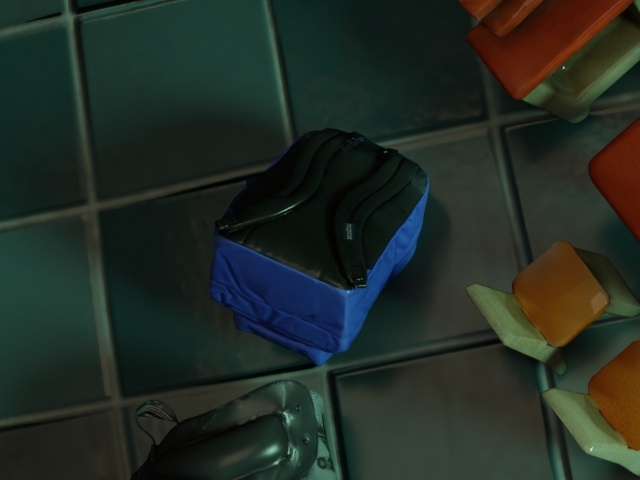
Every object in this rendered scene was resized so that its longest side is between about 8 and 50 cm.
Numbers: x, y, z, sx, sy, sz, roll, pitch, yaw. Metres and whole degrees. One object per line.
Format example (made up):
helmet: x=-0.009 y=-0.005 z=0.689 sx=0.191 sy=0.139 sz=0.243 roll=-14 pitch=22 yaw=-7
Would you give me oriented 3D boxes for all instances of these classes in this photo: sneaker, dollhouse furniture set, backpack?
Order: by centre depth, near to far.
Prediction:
dollhouse furniture set: x=0.181 y=-0.049 z=0.944 sx=0.262 sy=0.135 sz=0.259 roll=-42 pitch=61 yaw=14
sneaker: x=0.010 y=0.161 z=0.976 sx=0.268 sy=0.101 sz=0.153 roll=10 pitch=69 yaw=3
backpack: x=0.000 y=0.000 z=1.018 sx=0.098 sy=0.101 sz=0.120 roll=26 pitch=51 yaw=11
